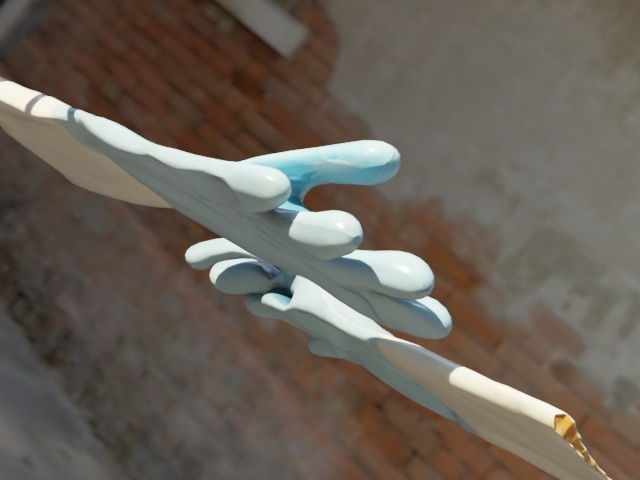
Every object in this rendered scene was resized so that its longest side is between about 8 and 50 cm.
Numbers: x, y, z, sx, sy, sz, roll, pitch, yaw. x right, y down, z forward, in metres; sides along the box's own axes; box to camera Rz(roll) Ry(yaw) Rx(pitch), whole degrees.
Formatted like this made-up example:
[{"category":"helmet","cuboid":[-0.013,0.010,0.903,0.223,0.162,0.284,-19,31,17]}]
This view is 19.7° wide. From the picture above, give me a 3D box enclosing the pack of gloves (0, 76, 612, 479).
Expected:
[{"category":"pack of gloves","cuboid":[0.000,0.000,0.597,0.195,0.046,0.232,39,-9,-37]}]
